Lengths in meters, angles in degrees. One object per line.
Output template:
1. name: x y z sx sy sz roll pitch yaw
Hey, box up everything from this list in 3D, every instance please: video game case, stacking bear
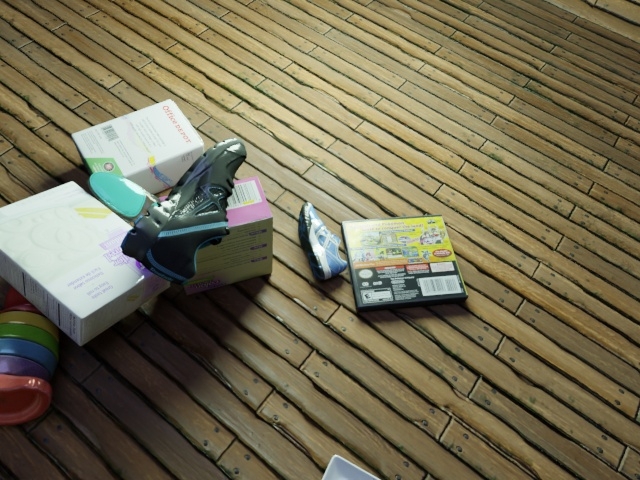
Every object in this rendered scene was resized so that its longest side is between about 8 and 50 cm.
1. video game case: 0.204 0.050 1.253 0.274 0.035 0.249 -4 58 -8
2. stacking bear: -0.601 0.198 1.001 0.175 0.164 0.289 11 43 -20

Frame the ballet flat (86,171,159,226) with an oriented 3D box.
1. ballet flat: -0.424 -0.068 1.200 0.280 0.096 0.095 26 59 -12

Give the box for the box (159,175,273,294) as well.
1. box: -0.224 -0.006 1.119 0.213 0.243 0.117 -15 60 -14

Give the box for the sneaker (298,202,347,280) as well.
1. sneaker: 0.000 0.000 1.247 0.081 0.080 0.211 -11 68 -20

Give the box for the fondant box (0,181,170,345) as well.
1. fondant box: -0.514 0.033 1.050 0.330 0.096 0.238 36 40 13

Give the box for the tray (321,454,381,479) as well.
1. tray: 0.111 0.535 0.927 0.270 0.030 0.145 26 57 11

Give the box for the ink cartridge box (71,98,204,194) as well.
1. ink cartridge box: -0.470 -0.229 1.316 0.278 0.117 0.201 -28 64 -21

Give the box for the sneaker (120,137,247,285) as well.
1. sneaker: -0.229 -0.063 0.963 0.139 0.125 0.341 41 55 -13
